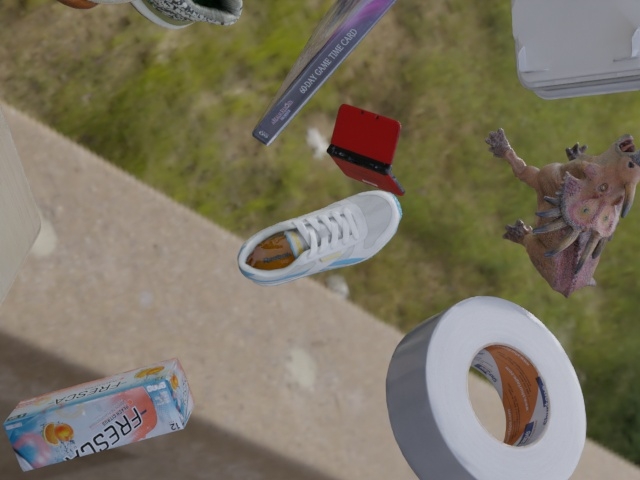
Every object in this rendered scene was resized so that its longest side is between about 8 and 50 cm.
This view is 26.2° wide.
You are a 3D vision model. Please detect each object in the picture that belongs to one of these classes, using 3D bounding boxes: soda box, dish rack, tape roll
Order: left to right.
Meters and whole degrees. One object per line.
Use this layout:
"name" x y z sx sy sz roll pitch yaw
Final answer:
"soda box" -0.224 0.177 1.404 0.063 0.183 0.058 -70 142 -72
"tape roll" 0.176 0.172 1.453 0.219 0.072 0.219 16 60 -31
"dish rack" 0.414 -0.369 2.146 0.072 0.333 0.286 -6 94 -35

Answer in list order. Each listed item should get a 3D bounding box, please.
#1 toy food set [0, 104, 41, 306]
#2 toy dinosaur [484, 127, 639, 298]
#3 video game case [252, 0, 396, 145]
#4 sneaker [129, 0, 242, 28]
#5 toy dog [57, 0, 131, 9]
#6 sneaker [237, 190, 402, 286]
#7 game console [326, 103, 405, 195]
"toy food set" -0.395 -0.047 1.423 0.220 0.092 0.306 -75 157 -53
"toy dinosaur" 0.285 -0.010 1.566 0.200 0.127 0.296 -111 -173 -47
"video game case" 0.041 -0.220 1.249 0.026 0.274 0.196 36 51 -10
"sneaker" -0.232 -0.408 1.764 0.410 0.182 0.158 37 83 -45
"toy dog" -0.287 -0.430 1.464 0.408 0.284 0.395 42 36 -40
"sneaker" 0.000 0.000 1.813 0.092 0.228 0.087 29 37 -79
"game console" 0.091 -0.157 2.409 0.085 0.144 0.124 -56 140 -13
